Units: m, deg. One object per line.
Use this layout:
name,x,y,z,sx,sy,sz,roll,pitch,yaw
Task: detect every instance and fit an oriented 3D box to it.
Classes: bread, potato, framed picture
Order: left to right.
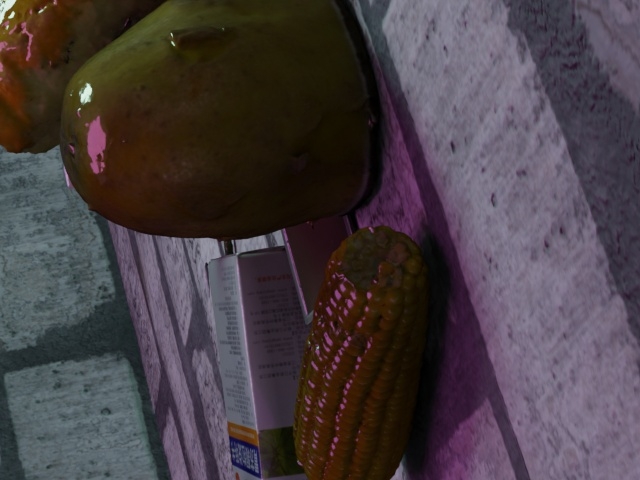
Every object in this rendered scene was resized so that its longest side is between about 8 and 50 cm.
bread,-0.231,-0.277,1.699,0.375,0.165,0.236,-51,7,16
potato,-0.135,-0.143,1.610,0.397,0.296,0.289,-138,41,-57
framed picture,0.000,0.000,1.745,0.183,0.011,0.142,134,124,-61

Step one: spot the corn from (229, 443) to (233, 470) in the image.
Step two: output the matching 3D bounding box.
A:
corn,-0.047,0.385,2.130,0.102,0.102,0.312,120,137,-70

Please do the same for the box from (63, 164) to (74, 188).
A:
box,-0.186,-0.205,1.872,0.048,0.265,0.273,-84,-12,-71

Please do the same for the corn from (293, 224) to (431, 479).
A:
corn,0.041,0.126,1.532,0.363,0.120,0.120,101,155,-48

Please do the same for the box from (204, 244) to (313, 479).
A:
box,-0.054,0.160,1.921,0.200,0.106,0.299,168,95,-77

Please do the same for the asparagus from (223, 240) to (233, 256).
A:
asparagus,-0.132,0.033,2.353,0.022,0.023,0.232,-33,-60,-56
